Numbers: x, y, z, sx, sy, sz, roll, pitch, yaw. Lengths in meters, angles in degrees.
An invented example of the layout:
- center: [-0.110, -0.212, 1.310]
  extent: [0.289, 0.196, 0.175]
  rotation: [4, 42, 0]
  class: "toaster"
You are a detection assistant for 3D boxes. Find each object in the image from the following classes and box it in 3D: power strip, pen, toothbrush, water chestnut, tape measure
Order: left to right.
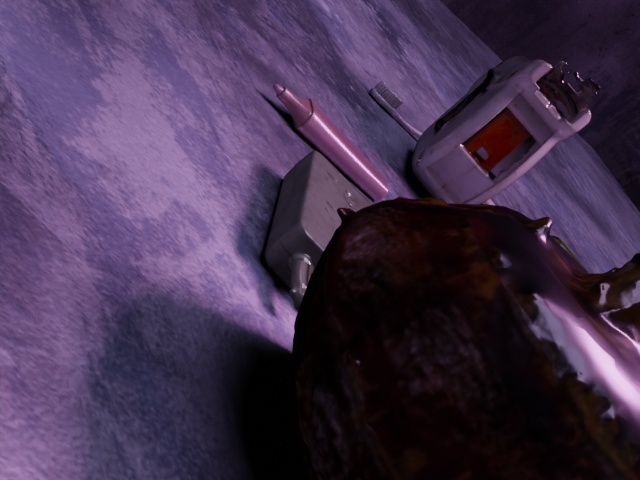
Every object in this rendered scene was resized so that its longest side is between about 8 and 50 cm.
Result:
- center: [0.000, 0.000, 1.129]
  extent: [0.093, 0.053, 0.288]
  rotation: [45, 17, -14]
  class: "power strip"
- center: [0.010, -0.120, 1.444]
  extent: [0.197, 0.032, 0.053]
  rotation: [44, 19, -26]
  class: "pen"
- center: [0.189, -0.147, 1.942]
  extent: [0.307, 0.029, 0.025]
  rotation: [42, 11, -24]
  class: "toothbrush"
- center: [0.250, -0.162, 1.732]
  extent: [0.130, 0.265, 0.258]
  rotation: [49, 7, -10]
  class: "tape measure"
- center: [0.144, 0.096, 0.858]
  extent: [0.350, 0.302, 0.350]
  rotation: [48, 18, -21]
  class: "water chestnut"

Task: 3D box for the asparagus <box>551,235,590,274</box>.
- center: [0.451, 0.100, 2.021]
  extent: [0.277, 0.060, 0.067]
  rotation: [51, 27, 7]
  class: "asparagus"
